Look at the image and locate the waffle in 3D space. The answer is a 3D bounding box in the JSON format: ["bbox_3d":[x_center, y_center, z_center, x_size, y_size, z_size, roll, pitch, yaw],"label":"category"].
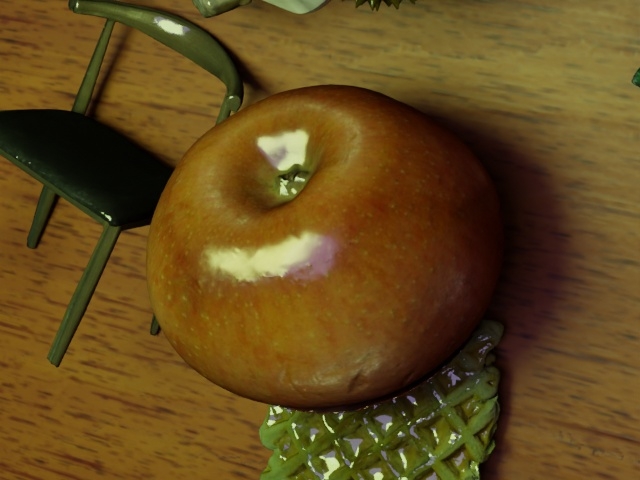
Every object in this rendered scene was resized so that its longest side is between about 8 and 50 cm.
[{"bbox_3d":[0.048,0.138,1.285,0.208,0.054,0.214,13,97,28],"label":"waffle"}]

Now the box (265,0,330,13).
[{"bbox_3d":[0.056,-0.276,1.128,0.285,0.044,0.142,-45,30,-7],"label":"box"}]

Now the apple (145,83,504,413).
[{"bbox_3d":[0.000,0.000,1.185,0.272,0.206,0.251,1,66,26],"label":"apple"}]

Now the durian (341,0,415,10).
[{"bbox_3d":[0.054,-0.223,1.192,0.208,0.146,0.102,-22,130,19],"label":"durian"}]

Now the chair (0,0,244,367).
[{"bbox_3d":[-0.195,-0.059,1.318,0.188,0.166,0.272,33,110,20],"label":"chair"}]

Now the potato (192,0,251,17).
[{"bbox_3d":[-0.073,-0.340,1.255,0.189,0.211,0.264,-27,104,-6],"label":"potato"}]

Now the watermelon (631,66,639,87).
[{"bbox_3d":[0.360,-0.198,1.030,0.176,0.256,0.260,-112,40,-55],"label":"watermelon"}]
